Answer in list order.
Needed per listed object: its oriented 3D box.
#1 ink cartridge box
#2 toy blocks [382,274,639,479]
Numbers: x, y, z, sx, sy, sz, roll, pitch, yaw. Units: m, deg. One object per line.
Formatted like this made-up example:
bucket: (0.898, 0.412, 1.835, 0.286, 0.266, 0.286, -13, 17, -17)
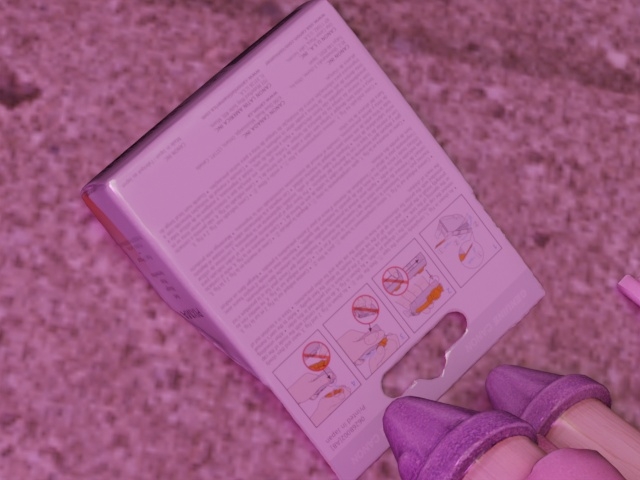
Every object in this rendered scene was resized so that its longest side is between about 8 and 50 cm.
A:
ink cartridge box: (0.000, 0.000, 0.878, 0.145, 0.045, 0.179, -42, 104, -22)
toy blocks: (0.143, 0.144, 0.789, 0.288, 0.309, 0.260, -27, 47, -31)
